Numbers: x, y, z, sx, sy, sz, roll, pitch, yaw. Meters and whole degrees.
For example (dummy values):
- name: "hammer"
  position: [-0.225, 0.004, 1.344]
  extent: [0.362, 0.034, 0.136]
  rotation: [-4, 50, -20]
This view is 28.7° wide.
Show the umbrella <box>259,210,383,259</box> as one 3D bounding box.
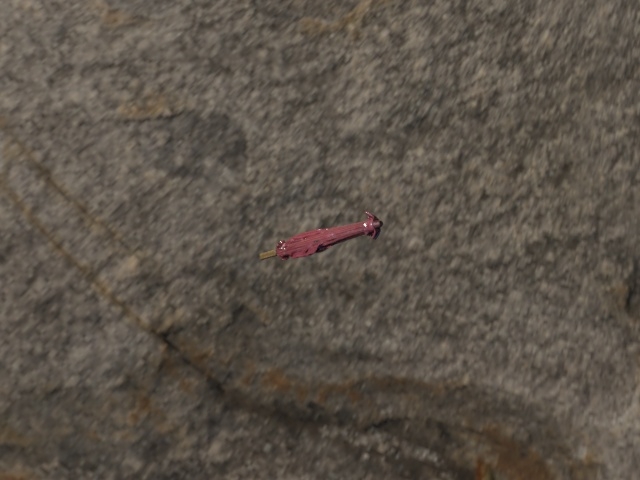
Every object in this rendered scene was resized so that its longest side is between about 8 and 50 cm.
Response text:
- name: "umbrella"
  position: [0.000, 0.000, 1.312]
  extent: [0.165, 0.027, 0.025]
  rotation: [-15, 136, 39]
